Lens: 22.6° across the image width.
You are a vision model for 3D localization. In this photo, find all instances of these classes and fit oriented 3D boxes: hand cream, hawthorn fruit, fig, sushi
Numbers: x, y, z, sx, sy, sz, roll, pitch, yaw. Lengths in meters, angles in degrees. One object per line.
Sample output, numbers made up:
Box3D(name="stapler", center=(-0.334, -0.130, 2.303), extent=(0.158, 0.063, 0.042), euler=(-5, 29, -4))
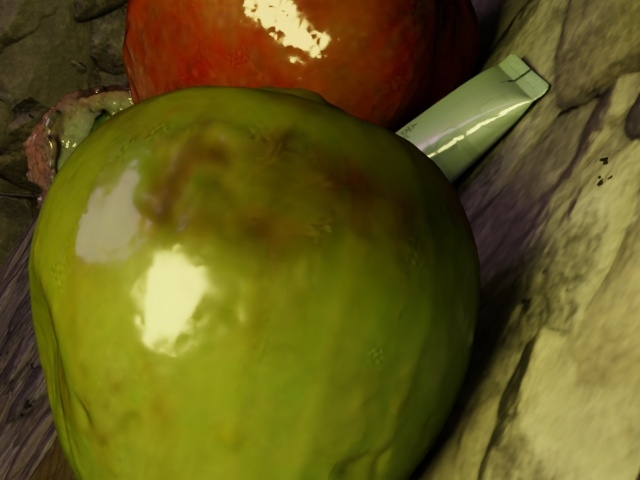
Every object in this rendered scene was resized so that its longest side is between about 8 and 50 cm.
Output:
Box3D(name="hand cream", center=(0.044, -0.035, 0.933), extent=(0.205, 0.050, 0.078), euler=(-39, 20, 7))
Box3D(name="hawthorn fruit", center=(-0.028, -0.135, 1.022), extent=(0.261, 0.224, 0.224), euler=(-33, 23, 28))
Box3D(name="fig", center=(-0.035, 0.038, 0.718), extent=(0.207, 0.207, 0.230), euler=(-37, 29, 52))
Box3D(name="sushi", center=(-0.203, -0.038, 1.628), extent=(0.161, 0.241, 0.107), euler=(-19, 2, -29))

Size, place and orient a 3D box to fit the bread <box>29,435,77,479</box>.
Box3D(name="bread", center=(-0.132, 0.131, 1.130), extent=(0.207, 0.056, 0.286), euler=(-45, 17, 23))
